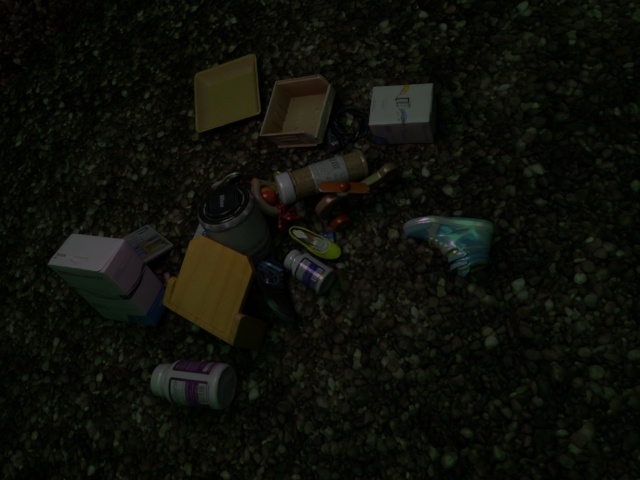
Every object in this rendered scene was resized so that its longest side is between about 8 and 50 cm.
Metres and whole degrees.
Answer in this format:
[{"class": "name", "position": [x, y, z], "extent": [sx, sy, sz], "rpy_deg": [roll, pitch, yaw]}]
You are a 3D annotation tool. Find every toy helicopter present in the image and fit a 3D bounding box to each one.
[{"class": "toy helicopter", "position": [0.134, -0.194, 1.748], "extent": [0.354, 0.235, 0.140], "rpy_deg": [-32, 66, 8]}]

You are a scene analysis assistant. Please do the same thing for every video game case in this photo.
[{"class": "video game case", "position": [-0.797, 0.030, 2.057], "extent": [0.193, 0.023, 0.212], "rpy_deg": [33, 49, 25]}]

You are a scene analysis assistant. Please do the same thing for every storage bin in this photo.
[{"class": "storage bin", "position": [-0.092, -0.538, 1.959], "extent": [0.260, 0.123, 0.263], "rpy_deg": [6, 75, 37]}]

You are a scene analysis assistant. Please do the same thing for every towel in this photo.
[{"class": "towel", "position": [0.000, 0.000, 1.849], "extent": [0.119, 0.029, 0.067], "rpy_deg": [-11, 70, 16]}]

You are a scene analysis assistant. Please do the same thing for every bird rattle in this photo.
[{"class": "bird rattle", "position": [-0.196, -0.155, 1.880], "extent": [0.143, 0.206, 0.254], "rpy_deg": [-29, 58, 40]}]

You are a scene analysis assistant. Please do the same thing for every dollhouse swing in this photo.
[{"class": "dollhouse swing", "position": [-0.358, 0.191, 1.760], "extent": [0.346, 0.315, 0.305], "rpy_deg": [22, 82, 24]}]

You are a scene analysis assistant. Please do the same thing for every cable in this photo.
[{"class": "cable", "position": [0.120, -0.503, 1.948], "extent": [0.150, 0.047, 0.185], "rpy_deg": [-27, 67, 10]}]

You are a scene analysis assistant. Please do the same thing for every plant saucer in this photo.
[{"class": "plant saucer", "position": [-0.424, -0.671, 2.171], "extent": [0.332, 0.081, 0.333], "rpy_deg": [-13, 71, 16]}]

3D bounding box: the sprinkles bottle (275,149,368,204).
[{"class": "sprinkles bottle", "position": [0.007, -0.248, 1.810], "extent": [0.354, 0.121, 0.121], "rpy_deg": [-19, 67, -9]}]

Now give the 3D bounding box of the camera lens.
[{"class": "camera lens", "position": [-0.321, -0.057, 1.771], "extent": [0.219, 0.274, 0.220], "rpy_deg": [-10, 48, 11]}]

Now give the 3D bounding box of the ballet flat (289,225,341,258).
[{"class": "ballet flat", "position": [-0.028, 0.005, 1.798], "extent": [0.230, 0.077, 0.077], "rpy_deg": [27, 84, 23]}]

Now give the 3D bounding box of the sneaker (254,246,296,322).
[{"class": "sneaker", "position": [-0.178, 0.162, 1.813], "extent": [0.139, 0.125, 0.341], "rpy_deg": [-36, 68, 1]}]

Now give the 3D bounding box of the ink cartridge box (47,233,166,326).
[{"class": "ink cartridge box", "position": [-0.835, 0.164, 1.878], "extent": [0.285, 0.395, 0.166], "rpy_deg": [5, 52, 20]}]

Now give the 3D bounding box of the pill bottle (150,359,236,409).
[{"class": "pill bottle", "position": [-0.489, 0.547, 1.782], "extent": [0.301, 0.169, 0.170], "rpy_deg": [0, 74, 19]}]

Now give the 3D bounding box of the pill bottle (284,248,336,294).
[{"class": "pill bottle", "position": [-0.044, 0.115, 1.785], "extent": [0.186, 0.112, 0.112], "rpy_deg": [32, 86, 25]}]

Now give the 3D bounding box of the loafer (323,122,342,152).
[{"class": "loafer", "position": [0.029, -0.445, 1.956], "extent": [0.061, 0.062, 0.170], "rpy_deg": [-30, 65, 14]}]

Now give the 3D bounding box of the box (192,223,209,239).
[{"class": "box", "position": [-0.516, -0.007, 2.034], "extent": [0.081, 0.028, 0.136], "rpy_deg": [18, 83, 23]}]

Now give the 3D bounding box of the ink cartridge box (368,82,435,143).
[{"class": "ink cartridge box", "position": [0.325, -0.487, 1.804], "extent": [0.232, 0.171, 0.169], "rpy_deg": [3, 75, 20]}]

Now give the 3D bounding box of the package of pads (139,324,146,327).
[{"class": "package of pads", "position": [-0.784, 0.340, 2.021], "extent": [0.083, 0.032, 0.050], "rpy_deg": [23, 82, 24]}]

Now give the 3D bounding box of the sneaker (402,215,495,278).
[{"class": "sneaker", "position": [0.442, 0.028, 1.635], "extent": [0.318, 0.127, 0.209], "rpy_deg": [2, 74, 21]}]

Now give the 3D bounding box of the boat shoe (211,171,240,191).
[{"class": "boat shoe", "position": [-0.414, -0.251, 2.060], "extent": [0.152, 0.056, 0.049], "rpy_deg": [-27, 72, 20]}]
